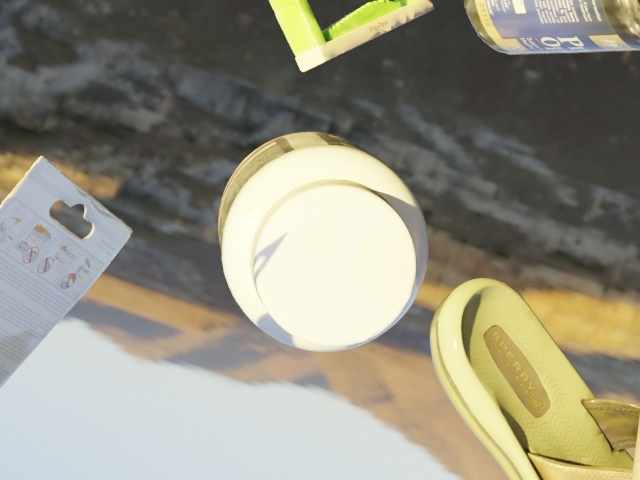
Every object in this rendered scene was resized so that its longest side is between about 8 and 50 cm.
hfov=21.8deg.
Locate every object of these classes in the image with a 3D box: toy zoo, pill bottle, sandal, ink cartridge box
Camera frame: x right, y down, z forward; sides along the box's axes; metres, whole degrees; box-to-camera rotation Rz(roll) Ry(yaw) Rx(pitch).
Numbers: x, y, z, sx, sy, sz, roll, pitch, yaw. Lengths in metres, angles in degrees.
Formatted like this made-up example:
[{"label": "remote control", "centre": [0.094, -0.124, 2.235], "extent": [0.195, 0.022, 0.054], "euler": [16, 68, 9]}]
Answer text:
[{"label": "toy zoo", "centre": [-0.018, -0.308, 1.455], "extent": [0.030, 0.293, 0.192], "euler": [-21, -172, 39]}, {"label": "pill bottle", "centre": [0.231, -0.212, 1.332], "extent": [0.123, 0.123, 0.219], "euler": [22, 169, -42]}, {"label": "sandal", "centre": [0.189, 0.149, 1.102], "extent": [0.303, 0.120, 0.086], "euler": [51, 134, -5]}, {"label": "pill bottle", "centre": [0.000, 0.000, 1.460], "extent": [0.176, 0.176, 0.318], "euler": [20, -175, -6]}, {"label": "ink cartridge box", "centre": [-0.226, 0.027, 1.123], "extent": [0.045, 0.179, 0.145], "euler": [37, 175, 28]}]

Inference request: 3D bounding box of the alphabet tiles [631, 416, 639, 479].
[{"label": "alphabet tiles", "centre": [0.153, 0.099, 0.417], "extent": [0.011, 0.285, 0.342], "euler": [5, -174, -14]}]
